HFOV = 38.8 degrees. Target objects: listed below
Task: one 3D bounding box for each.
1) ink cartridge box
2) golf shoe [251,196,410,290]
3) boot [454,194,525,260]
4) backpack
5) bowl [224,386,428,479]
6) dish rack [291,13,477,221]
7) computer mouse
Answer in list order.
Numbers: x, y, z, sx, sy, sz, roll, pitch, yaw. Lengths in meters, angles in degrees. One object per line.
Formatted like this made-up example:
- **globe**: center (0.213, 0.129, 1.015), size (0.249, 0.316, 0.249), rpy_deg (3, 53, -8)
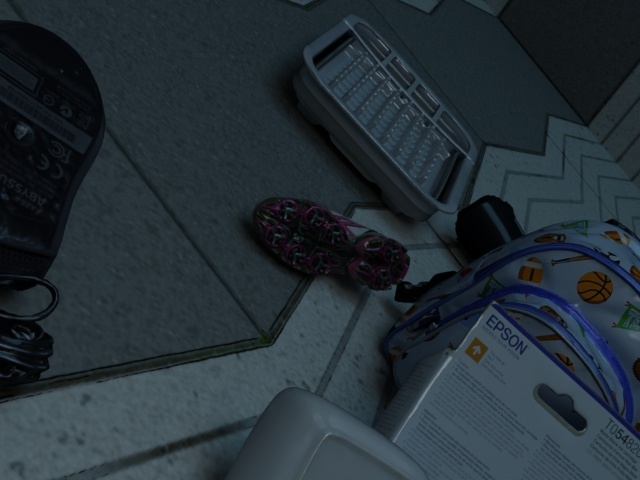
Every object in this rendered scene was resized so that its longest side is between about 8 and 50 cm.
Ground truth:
- **ink cartridge box**: center (0.138, 0.197, 0.724), size (0.223, 0.224, 0.045), rpy_deg (42, -14, -17)
- **golf shoe**: center (0.000, 0.000, 0.928), size (0.186, 0.067, 0.086), rpy_deg (23, 5, -35)
- **boot**: center (0.237, 0.043, 1.183), size (0.207, 0.094, 0.246), rpy_deg (60, 21, 13)
- **backpack**: center (0.218, 0.113, 0.875), size (0.276, 0.263, 0.213), rpy_deg (51, 26, 0)
- **bowl**: center (0.007, 0.185, 0.607), size (0.142, 0.053, 0.142), rpy_deg (37, 68, -21)
- **dish rack**: center (0.087, -0.167, 1.258), size (0.285, 0.072, 0.333), rpy_deg (47, 26, -7)
- **computer mouse**: center (-0.234, -0.044, 0.611), size (0.188, 0.072, 0.272), rpy_deg (39, 41, -26)
